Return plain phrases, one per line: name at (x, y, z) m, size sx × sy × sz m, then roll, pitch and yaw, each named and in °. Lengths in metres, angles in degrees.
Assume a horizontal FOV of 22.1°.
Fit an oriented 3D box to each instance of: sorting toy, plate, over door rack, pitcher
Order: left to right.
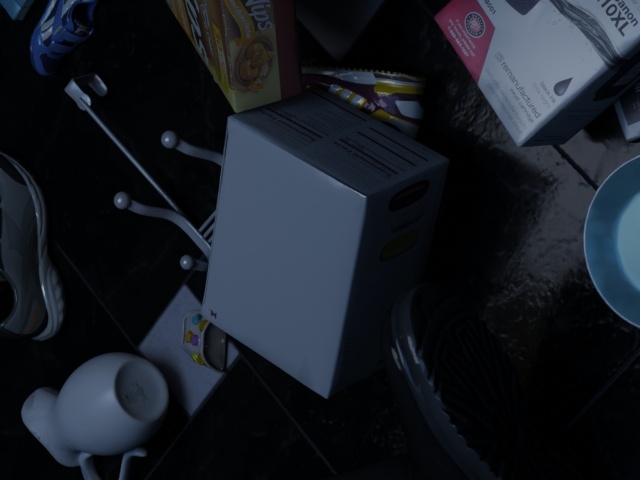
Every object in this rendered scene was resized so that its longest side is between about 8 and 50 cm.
pitcher at (-0.270, 0.240, 2.093) m, size 0.207 × 0.125 × 0.178 m, roll -28°, pitch 98°, yaw 45°
over door rack at (-0.177, -0.155, 1.986) m, size 0.239 × 0.108 × 0.324 m, roll -47°, pitch 67°, yaw 29°
sorting toy at (-0.151, 0.120, 2.037) m, size 0.075 × 0.045 × 0.083 m, roll 14°, pitch 103°, yaw 55°
plate at (0.354, 0.002, 1.656) m, size 0.188 × 0.024 × 0.188 m, roll 3°, pitch 95°, yaw 37°

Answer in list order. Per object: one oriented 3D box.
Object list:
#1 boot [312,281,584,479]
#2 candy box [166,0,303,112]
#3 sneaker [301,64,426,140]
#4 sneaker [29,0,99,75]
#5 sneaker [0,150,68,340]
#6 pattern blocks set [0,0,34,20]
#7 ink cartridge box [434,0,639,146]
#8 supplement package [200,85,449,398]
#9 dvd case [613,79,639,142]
boot at (0.028, 0.264, 1.775) m, size 0.445 × 0.146 × 0.367 m, roll -22°, pitch 109°, yaw 36°
candy box at (-0.119, -0.307, 1.804) m, size 0.316 × 0.087 × 0.183 m, roll -121°, pitch 19°, yaw -44°
sneaker at (0.033, -0.152, 1.854) m, size 0.185 × 0.069 × 0.084 m, roll 7°, pitch 93°, yaw 37°
sneaker at (-0.332, -0.272, 2.125) m, size 0.059 × 0.053 × 0.144 m, roll 37°, pitch 115°, yaw 26°
sneaker at (-0.420, 0.004, 2.181) m, size 0.100 × 0.108 × 0.271 m, roll -25°, pitch 78°, yaw 37°
pattern blocks set at (-0.516, -0.388, 2.267) m, size 0.285 × 0.026 × 0.325 m, roll -40°, pitch 71°, yaw 32°
ink cartridge box at (0.257, -0.231, 1.625) m, size 0.237 × 0.100 × 0.172 m, roll -43°, pitch 69°, yaw 33°
supplement package at (0.000, 0.000, 1.806) m, size 0.204 × 0.145 × 0.262 m, roll 31°, pitch 127°, yaw 31°
dvd case at (0.350, -0.238, 1.637) m, size 0.179 × 0.029 × 0.239 m, roll -22°, pitch 80°, yaw 36°
